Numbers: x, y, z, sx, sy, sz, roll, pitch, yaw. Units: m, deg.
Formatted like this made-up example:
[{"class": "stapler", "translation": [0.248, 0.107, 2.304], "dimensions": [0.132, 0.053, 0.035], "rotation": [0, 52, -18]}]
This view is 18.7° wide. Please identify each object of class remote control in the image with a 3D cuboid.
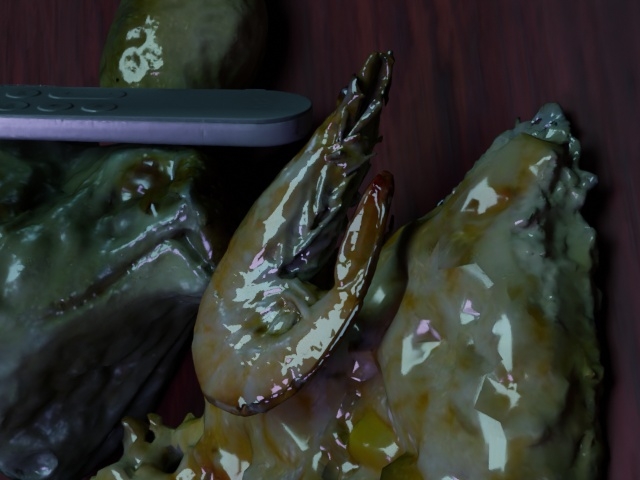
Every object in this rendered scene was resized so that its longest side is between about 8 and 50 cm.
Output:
[{"class": "remote control", "translation": [-0.127, -0.085, 1.303], "dimensions": [0.077, 0.245, 0.022], "rotation": [-75, -15, -68]}]

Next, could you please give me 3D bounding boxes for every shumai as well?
[{"class": "shumai", "translation": [-0.153, 0.050, 1.302], "dimensions": [0.222, 0.225, 0.261], "rotation": [11, 96, 33]}]

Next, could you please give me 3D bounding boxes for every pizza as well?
[{"class": "pizza", "translation": [0.027, 0.170, 1.108], "dimensions": [0.435, 0.080, 0.392], "rotation": [-45, 42, 27]}]

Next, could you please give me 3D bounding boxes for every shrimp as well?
[{"class": "shrimp", "translation": [-0.003, -0.002, 1.147], "dimensions": [0.236, 0.053, 0.133], "rotation": [-60, 27, 3]}]

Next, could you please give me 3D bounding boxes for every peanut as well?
[{"class": "peanut", "translation": [-0.087, -0.176, 1.411], "dimensions": [0.120, 0.110, 0.236], "rotation": [-32, 38, 61]}]
